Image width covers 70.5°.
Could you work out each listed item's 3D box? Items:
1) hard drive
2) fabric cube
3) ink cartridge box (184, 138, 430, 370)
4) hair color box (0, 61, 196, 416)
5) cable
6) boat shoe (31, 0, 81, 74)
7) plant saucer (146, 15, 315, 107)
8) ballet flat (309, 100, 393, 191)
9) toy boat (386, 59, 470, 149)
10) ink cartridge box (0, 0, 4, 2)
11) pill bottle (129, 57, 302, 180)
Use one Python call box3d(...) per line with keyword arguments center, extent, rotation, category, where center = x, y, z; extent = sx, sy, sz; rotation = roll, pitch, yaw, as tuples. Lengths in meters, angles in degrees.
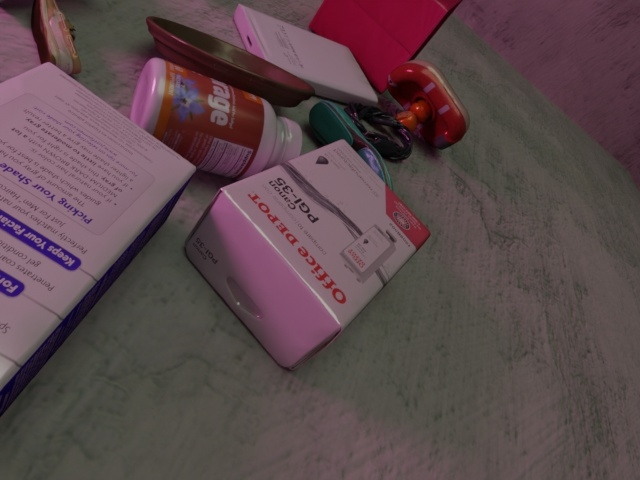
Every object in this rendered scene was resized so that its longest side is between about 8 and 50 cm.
box3d(center=(-0.025, -0.400, 1.006), extent=(0.307, 0.040, 0.203), rotation=(2, 55, -40), category="hard drive")
box3d(center=(0.175, -0.593, 1.181), extent=(0.258, 0.259, 0.254), rotation=(42, 40, -3), category="fabric cube")
box3d(center=(0.000, 0.000, 0.607), extent=(0.207, 0.117, 0.283), rotation=(48, 39, 5), category="ink cartridge box")
box3d(center=(-0.271, -0.002, 0.383), extent=(0.185, 0.110, 0.339), rotation=(36, 38, -12), category="hair color box")
box3d(center=(0.130, -0.243, 1.005), extent=(0.184, 0.047, 0.151), rotation=(0, 51, -36), category="cable")
box3d(center=(-0.353, -0.275, 0.606), extent=(0.045, 0.050, 0.136), rotation=(-2, 67, -46), category="boat shoe")
box3d(center=(-0.141, -0.282, 0.730), extent=(0.277, 0.041, 0.278), rotation=(22, 21, -9), category="plant saucer")
box3d(center=(0.069, -0.157, 0.844), extent=(0.247, 0.083, 0.087), rotation=(58, 27, 14), category="ballet flat")
box3d(center=(0.235, -0.310, 1.093), extent=(0.151, 0.151, 0.231), rotation=(-37, 93, -16), category="toy boat")
box3d(center=(-0.421, -0.455, 0.584), extent=(0.181, 0.056, 0.225), rotation=(-45, 118, -26), category="ink cartridge box")
box3d(center=(-0.138, -0.152, 0.621), extent=(0.216, 0.121, 0.121), rotation=(11, 49, -34), category="pill bottle")
